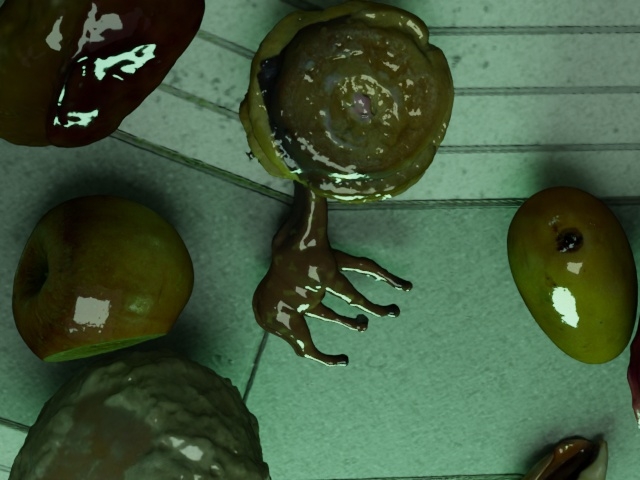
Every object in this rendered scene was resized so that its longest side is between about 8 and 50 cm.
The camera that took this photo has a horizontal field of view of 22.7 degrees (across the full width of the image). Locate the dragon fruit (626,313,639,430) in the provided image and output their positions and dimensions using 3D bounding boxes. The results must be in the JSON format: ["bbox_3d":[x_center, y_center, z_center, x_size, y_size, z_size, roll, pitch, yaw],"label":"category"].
[{"bbox_3d":[0.416,0.127,1.495,0.249,0.386,0.371,11,145,20],"label":"dragon fruit"}]

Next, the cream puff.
[{"bbox_3d":[0.020,-0.117,1.384,0.189,0.129,0.189,0,93,-7],"label":"cream puff"}]

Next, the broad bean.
[{"bbox_3d":[-0.197,-0.166,1.339,0.156,0.122,0.228,12,138,-47],"label":"broad bean"}]

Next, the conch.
[{"bbox_3d":[0.262,0.299,1.775,0.104,0.094,0.176,33,123,19],"label":"conch"}]

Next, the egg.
[{"bbox_3d":[-0.175,0.252,1.590,0.279,0.279,0.310,0,125,-6],"label":"egg"}]

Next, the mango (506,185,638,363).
[{"bbox_3d":[0.246,0.035,1.536,0.113,0.138,0.253,-31,144,0],"label":"mango"}]

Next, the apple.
[{"bbox_3d":[-0.198,0.041,1.476,0.147,0.163,0.146,18,170,-32],"label":"apple"}]

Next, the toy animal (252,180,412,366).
[{"bbox_3d":[0.000,0.000,1.527,0.230,0.066,0.224,36,113,-24],"label":"toy animal"}]
